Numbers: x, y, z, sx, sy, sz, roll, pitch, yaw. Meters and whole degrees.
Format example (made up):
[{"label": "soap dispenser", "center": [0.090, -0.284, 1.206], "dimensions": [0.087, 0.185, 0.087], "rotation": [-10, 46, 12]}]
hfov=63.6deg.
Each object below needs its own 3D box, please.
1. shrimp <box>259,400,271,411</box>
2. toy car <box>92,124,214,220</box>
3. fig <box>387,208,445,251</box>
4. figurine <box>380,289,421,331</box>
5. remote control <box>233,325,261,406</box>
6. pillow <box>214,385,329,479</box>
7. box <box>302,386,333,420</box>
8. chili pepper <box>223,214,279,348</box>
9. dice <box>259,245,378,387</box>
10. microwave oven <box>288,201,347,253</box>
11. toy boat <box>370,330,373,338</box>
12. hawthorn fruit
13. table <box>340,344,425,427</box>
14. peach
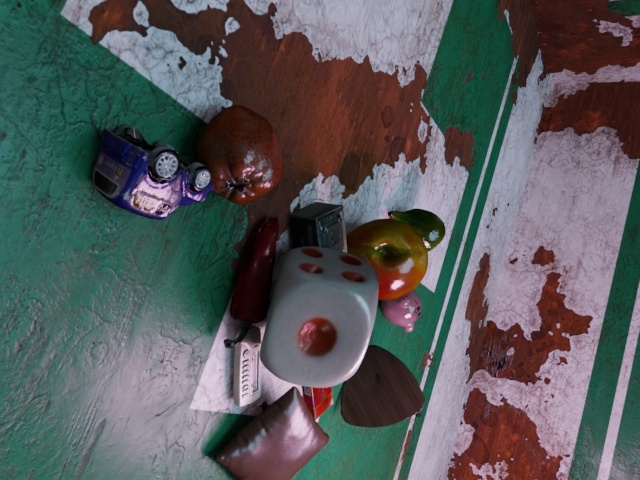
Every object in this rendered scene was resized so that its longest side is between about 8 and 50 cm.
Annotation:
[{"label": "shrimp", "center": [-0.143, 0.559, 1.640], "dimensions": [0.101, 0.042, 0.190], "rotation": [-45, 134, -22]}, {"label": "toy car", "center": [-0.353, -0.130, 1.091], "dimensions": [0.235, 0.172, 0.158], "rotation": [22, 98, -56]}, {"label": "fig", "center": [0.363, -0.067, 2.066], "dimensions": [0.235, 0.203, 0.203], "rotation": [44, 61, -22]}, {"label": "figurine", "center": [0.330, 0.267, 2.101], "dimensions": [0.173, 0.173, 0.173], "rotation": [-18, 113, -50]}, {"label": "remote control", "center": [-0.213, 0.359, 1.488], "dimensions": [0.090, 0.049, 0.230], "rotation": [-13, 108, -52]}, {"label": "pillow", "center": [-0.140, 0.625, 1.569], "dimensions": [0.308, 0.108, 0.305], "rotation": [-38, 128, -17]}, {"label": "box", "center": [-0.010, 0.526, 1.809], "dimensions": [0.112, 0.048, 0.175], "rotation": [-31, 123, -46]}, {"label": "chili pepper", "center": [-0.180, 0.112, 1.432], "dimensions": [0.110, 0.110, 0.387], "rotation": [24, 76, -53]}, {"label": "dice", "center": [-0.007, 0.202, 1.435], "dimensions": [0.304, 0.277, 0.304], "rotation": [-84, -174, -73]}, {"label": "microwave oven", "center": [0.000, 0.000, 1.618], "dimensions": [0.163, 0.129, 0.204], "rotation": [-31, 122, -47]}, {"label": "toy boat", "center": [0.151, 0.281, 1.968], "dimensions": [0.219, 0.072, 0.318], "rotation": [45, 53, -46]}, {"label": "hawthorn fruit", "center": [-0.190, -0.225, 1.256], "dimensions": [0.210, 0.211, 0.262], "rotation": [56, 32, -44]}, {"label": "table", "center": [0.234, 0.624, 2.049], "dimensions": [0.317, 0.317, 0.249], "rotation": [-65, 156, -19]}, {"label": "peach", "center": [0.222, 0.065, 1.806], "dimensions": [0.332, 0.308, 0.307], "rotation": [37, 65, -84]}]
